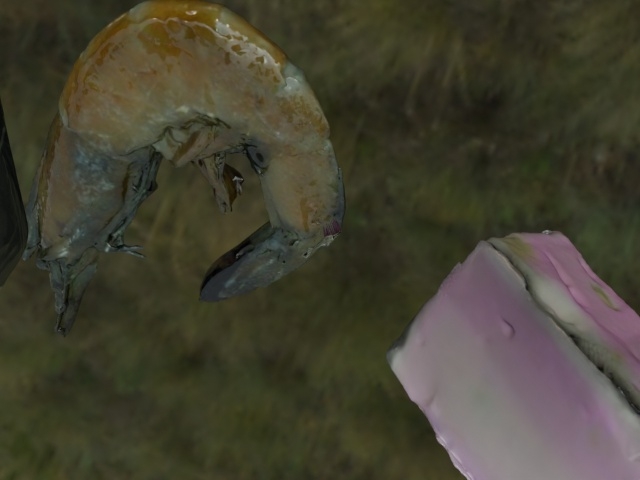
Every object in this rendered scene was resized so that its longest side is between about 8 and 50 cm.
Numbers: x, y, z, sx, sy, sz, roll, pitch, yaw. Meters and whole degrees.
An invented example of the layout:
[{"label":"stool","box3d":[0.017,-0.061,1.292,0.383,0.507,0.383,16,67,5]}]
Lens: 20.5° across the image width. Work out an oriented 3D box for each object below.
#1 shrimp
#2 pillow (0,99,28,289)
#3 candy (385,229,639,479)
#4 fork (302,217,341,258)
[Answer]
[{"label":"shrimp","box3d":[-0.137,-0.032,1.596,0.272,0.085,0.445,36,132,-4]},{"label":"pillow","box3d":[-0.272,-0.075,1.223,0.092,0.161,0.335,2,129,8]},{"label":"candy","box3d":[0.180,0.129,1.271,0.265,0.115,0.155,49,122,26]},{"label":"fork","box3d":[0.001,0.001,1.209,0.012,0.016,0.115,38,-168,0]}]
